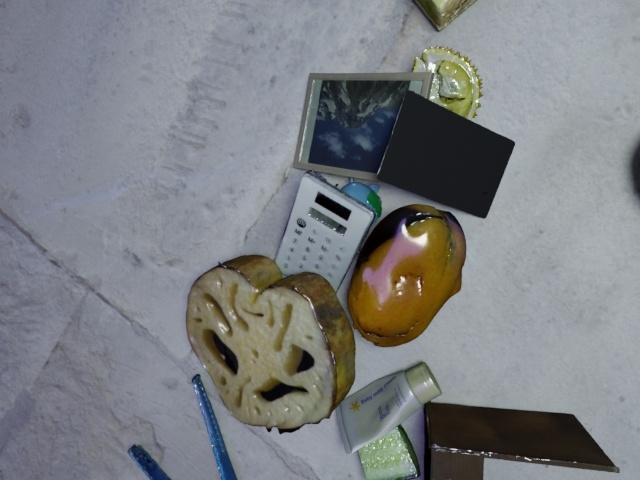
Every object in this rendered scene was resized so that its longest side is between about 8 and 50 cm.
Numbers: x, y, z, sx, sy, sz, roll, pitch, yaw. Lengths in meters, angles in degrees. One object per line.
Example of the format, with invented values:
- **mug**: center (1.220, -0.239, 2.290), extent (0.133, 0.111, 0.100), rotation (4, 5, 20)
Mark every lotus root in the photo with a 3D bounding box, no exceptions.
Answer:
- **lotus root**: center (-0.116, 0.219, 0.874), extent (0.390, 0.111, 0.375), rotation (27, 109, 20)

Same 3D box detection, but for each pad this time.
- **pad**: center (0.234, -0.148, 0.769), extent (0.265, 0.009, 0.159), rotation (16, 98, -24)

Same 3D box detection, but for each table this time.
- **table**: center (0.333, 0.454, 0.756), extent (0.282, 0.196, 0.250), rotation (0, 91, 12)

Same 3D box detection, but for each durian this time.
- **durian**: center (0.225, -0.254, 0.806), extent (0.146, 0.102, 0.208), rotation (30, 122, 13)

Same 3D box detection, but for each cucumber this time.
- **cucumber**: center (0.134, 0.431, 0.867), extent (0.115, 0.062, 0.116), rotation (-20, 70, 12)

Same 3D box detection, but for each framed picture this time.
- **framed picture**: center (0.071, -0.225, 0.826), extent (0.281, 0.019, 0.208), rotation (14, 97, 36)

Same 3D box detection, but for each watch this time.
- **watch**: center (-0.281, 0.502, 0.981), extent (0.274, 0.068, 0.276), rotation (44, 102, 13)

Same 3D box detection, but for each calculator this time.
- **calculator**: center (0.000, 0.000, 0.837), extent (0.161, 0.021, 0.261), rotation (32, 130, 13)

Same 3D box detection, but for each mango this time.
- **mango**: center (0.160, 0.065, 0.795), extent (0.201, 0.152, 0.287), rotation (35, 102, 1)

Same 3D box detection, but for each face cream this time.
- **face cream**: center (0.131, 0.331, 0.852), extent (0.224, 0.114, 0.070), rotation (-32, 126, 11)

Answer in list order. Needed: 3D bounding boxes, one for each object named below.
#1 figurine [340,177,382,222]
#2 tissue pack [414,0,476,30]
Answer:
- **figurine**: center (0.043, -0.047, 0.859), extent (0.178, 0.114, 0.144), rotation (0, 115, 26)
- **tissue pack**: center (0.216, -0.541, 0.773), extent (0.159, 0.125, 0.234), rotation (-36, 84, 13)
